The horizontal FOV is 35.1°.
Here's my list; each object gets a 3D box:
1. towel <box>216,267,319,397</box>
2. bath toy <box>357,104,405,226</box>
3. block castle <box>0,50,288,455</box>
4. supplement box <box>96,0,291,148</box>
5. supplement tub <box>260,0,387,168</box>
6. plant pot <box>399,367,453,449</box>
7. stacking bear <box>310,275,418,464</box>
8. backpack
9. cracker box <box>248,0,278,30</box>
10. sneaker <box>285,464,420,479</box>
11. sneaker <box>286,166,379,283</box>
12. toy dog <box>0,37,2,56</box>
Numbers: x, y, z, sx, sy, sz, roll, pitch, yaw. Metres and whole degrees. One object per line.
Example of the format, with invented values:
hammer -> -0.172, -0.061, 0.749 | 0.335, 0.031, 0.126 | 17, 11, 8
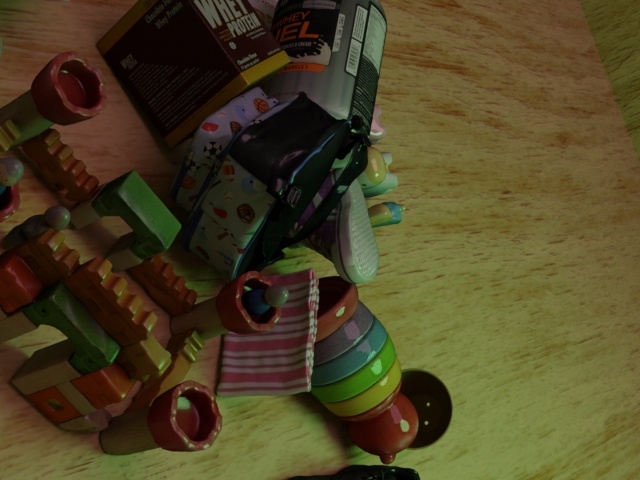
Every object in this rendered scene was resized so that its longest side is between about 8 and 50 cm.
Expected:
towel -> -0.077, 0.135, 1.475 | 0.029, 0.144, 0.197 | 57, 31, -52
bath toy -> 0.057, -0.190, 1.843 | 0.129, 0.151, 0.348 | -10, 76, -9
block castle -> -0.256, 0.026, 1.239 | 0.453, 0.213, 0.303 | 53, 38, -22
supplement box -> -0.189, -0.281, 1.506 | 0.194, 0.191, 0.129 | 54, 38, -4
supplement tub -> 0.004, -0.293, 1.660 | 0.193, 0.193, 0.316 | 31, 58, -38
plant pot -> 0.166, 0.289, 1.718 | 0.095, 0.134, 0.134 | 40, 37, -69
stacking bear -> 0.054, 0.215, 1.589 | 0.289, 0.164, 0.175 | 59, 37, -17
backpack -> -0.096, -0.074, 1.464 | 0.213, 0.263, 0.276 | 33, 34, 13
cracker box -> -0.120, -0.375, 1.764 | 0.156, 0.067, 0.232 | 22, 55, -43
sneaker -> 0.042, 0.382, 1.497 | 0.286, 0.130, 0.109 | -10, 81, -52
sneaker -> 0.000, 0.001, 1.614 | 0.102, 0.161, 0.282 | 58, 13, -28
toy dog -> -0.488, -0.215, 1.150 | 0.161, 0.220, 0.333 | 18, 42, -7
